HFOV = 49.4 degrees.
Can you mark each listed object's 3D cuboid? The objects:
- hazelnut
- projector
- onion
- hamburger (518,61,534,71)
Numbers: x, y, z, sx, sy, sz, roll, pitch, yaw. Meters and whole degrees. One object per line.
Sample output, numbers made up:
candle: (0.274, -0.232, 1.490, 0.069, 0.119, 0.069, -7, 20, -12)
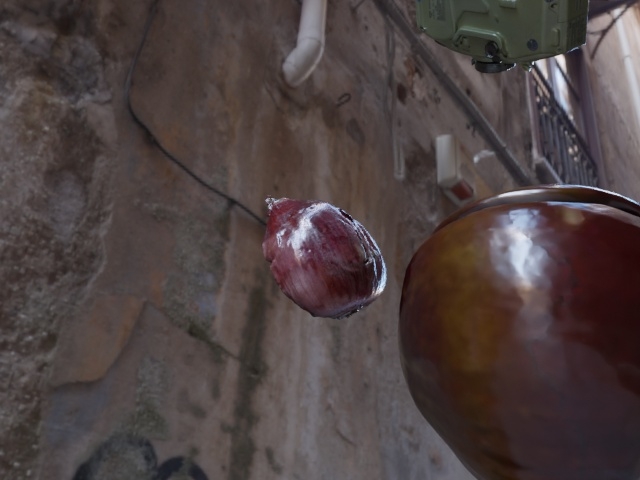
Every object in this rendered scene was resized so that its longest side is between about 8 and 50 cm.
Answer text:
hazelnut: (0.295, 0.153, 0.874, 0.403, 0.402, 0.429, -7, -55, 19)
projector: (0.243, -0.339, 0.989, 0.270, 0.088, 0.193, 29, -39, 44)
onion: (0.000, 0.000, 1.252, 0.227, 0.283, 0.120, -16, -30, -51)
hamburger: (0.311, -0.398, 1.181, 0.147, 0.237, 0.237, -46, -44, 0)
